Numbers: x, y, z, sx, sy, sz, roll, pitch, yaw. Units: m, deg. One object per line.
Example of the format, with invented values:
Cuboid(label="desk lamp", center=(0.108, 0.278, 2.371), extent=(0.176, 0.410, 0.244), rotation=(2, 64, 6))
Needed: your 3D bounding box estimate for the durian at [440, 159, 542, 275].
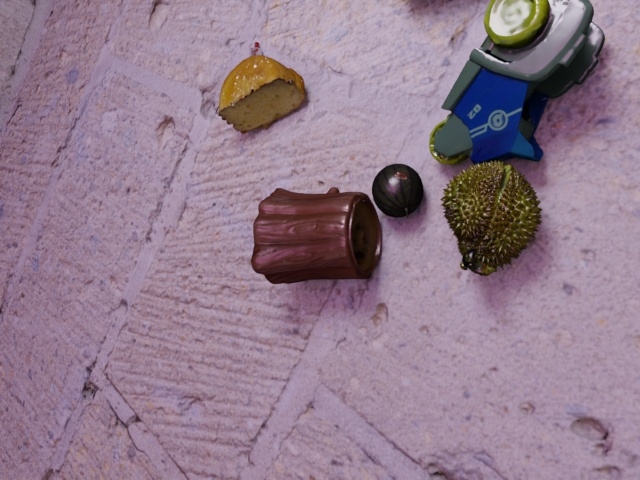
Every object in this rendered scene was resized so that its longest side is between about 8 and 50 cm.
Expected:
Cuboid(label="durian", center=(0.304, -0.041, 0.782), extent=(0.159, 0.146, 0.198), rotation=(-15, 79, 13))

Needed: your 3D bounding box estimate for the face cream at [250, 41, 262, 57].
Cuboid(label="face cream", center=(-0.179, -0.511, 1.229), extent=(0.040, 0.021, 0.083), rotation=(-4, 79, 31))

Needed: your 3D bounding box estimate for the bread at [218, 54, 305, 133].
Cuboid(label="bread", center=(-0.155, -0.385, 1.121), extent=(0.229, 0.143, 0.139), rotation=(-18, 74, 27))

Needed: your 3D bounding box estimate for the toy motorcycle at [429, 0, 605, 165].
Cuboid(label="toy motorcycle", center=(0.343, -0.252, 0.779), extent=(0.200, 0.191, 0.326), rotation=(42, 119, 27))

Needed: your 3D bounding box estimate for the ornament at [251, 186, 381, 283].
Cuboid(label="ornament", center=(0.000, 0.000, 0.938), extent=(0.218, 0.221, 0.235), rotation=(-2, 36, 29))

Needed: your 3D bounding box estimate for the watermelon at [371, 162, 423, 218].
Cuboid(label="watermelon", center=(0.159, -0.092, 0.894), extent=(0.105, 0.105, 0.133), rotation=(-31, 49, 24))
